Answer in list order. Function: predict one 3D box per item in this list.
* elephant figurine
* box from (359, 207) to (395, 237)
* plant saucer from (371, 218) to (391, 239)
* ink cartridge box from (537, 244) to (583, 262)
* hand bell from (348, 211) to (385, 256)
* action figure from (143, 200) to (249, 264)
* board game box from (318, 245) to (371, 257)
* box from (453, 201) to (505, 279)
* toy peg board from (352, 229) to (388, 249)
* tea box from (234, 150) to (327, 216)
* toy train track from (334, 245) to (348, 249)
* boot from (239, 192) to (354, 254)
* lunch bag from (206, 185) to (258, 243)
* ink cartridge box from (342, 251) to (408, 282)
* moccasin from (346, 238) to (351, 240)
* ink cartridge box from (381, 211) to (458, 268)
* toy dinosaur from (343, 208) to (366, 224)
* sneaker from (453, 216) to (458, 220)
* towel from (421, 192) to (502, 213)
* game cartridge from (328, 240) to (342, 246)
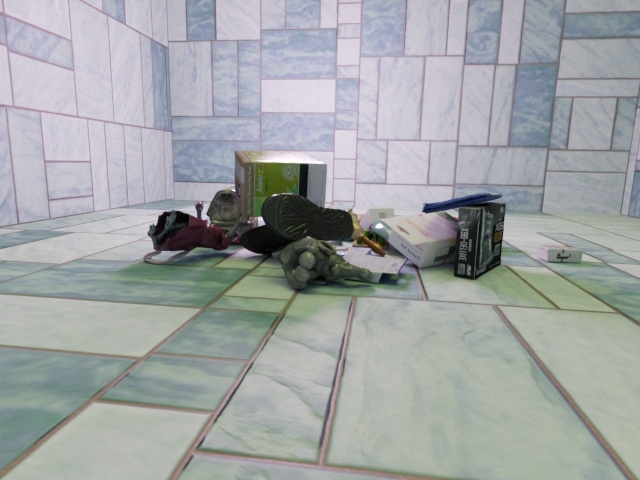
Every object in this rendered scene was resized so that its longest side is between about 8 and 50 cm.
[{"bbox_3d":[0.007,0.077,1.318,0.240,0.186,0.169,6,-38,-40],"label":"elephant figurine"},{"bbox_3d":[0.283,-0.084,2.104,0.130,0.090,0.170,-1,-23,-11],"label":"box"},{"bbox_3d":[0.380,-0.027,1.876,0.318,0.043,0.317,18,17,-6],"label":"plant saucer"},{"bbox_3d":[0.980,0.053,1.736,0.135,0.056,0.099,2,10,3],"label":"ink cartridge box"},{"bbox_3d":[0.189,-0.008,1.804,0.126,0.126,0.242,-8,38,-43],"label":"hand bell"},{"bbox_3d":[-0.446,-0.009,1.638,0.248,0.275,0.370,17,1,39],"label":"action figure"},{"bbox_3d":[0.083,0.054,1.675,0.212,0.039,0.160,5,11,16],"label":"board game box"},{"bbox_3d":[0.578,-0.009,1.521,0.077,0.242,0.308,9,12,37],"label":"box"},{"bbox_3d":[0.237,-0.015,1.960,0.161,0.079,0.160,4,11,10],"label":"toy peg board"},{"bbox_3d":[-0.176,-0.237,1.725,0.324,0.219,0.329,-3,19,-17],"label":"tea box"},{"bbox_3d":[0.068,0.030,1.653,0.083,0.014,0.048,0,11,-10],"label":"toy train track"},{"bbox_3d":[-0.161,-0.043,1.534,0.367,0.146,0.445,14,-13,-39],"label":"boot"},{"bbox_3d":[-0.414,-0.131,2.023,0.213,0.255,0.305,2,10,0],"label":"lunch bag"},{"bbox_3d":[0.172,0.093,1.449,0.224,0.045,0.223,6,12,19],"label":"ink cartridge box"},{"bbox_3d":[0.047,-0.077,2.167,0.342,0.116,0.138,8,12,32],"label":"moccasin"},{"bbox_3d":[0.412,-0.005,1.641,0.354,0.119,0.207,-7,34,-31],"label":"ink cartridge box"},{"bbox_3d":[0.212,-0.106,2.362,0.296,0.127,0.200,5,3,-12],"label":"toy dinosaur"},{"bbox_3d":[0.839,-0.094,2.399,0.111,0.102,0.252,0,11,1],"label":"sneaker"},{"bbox_3d":[0.540,-0.148,1.597,0.243,0.040,0.336,-11,0,30],"label":"towel"},{"bbox_3d":[0.000,0.000,1.926,0.196,0.060,0.294,0,10,11],"label":"game cartridge"}]
